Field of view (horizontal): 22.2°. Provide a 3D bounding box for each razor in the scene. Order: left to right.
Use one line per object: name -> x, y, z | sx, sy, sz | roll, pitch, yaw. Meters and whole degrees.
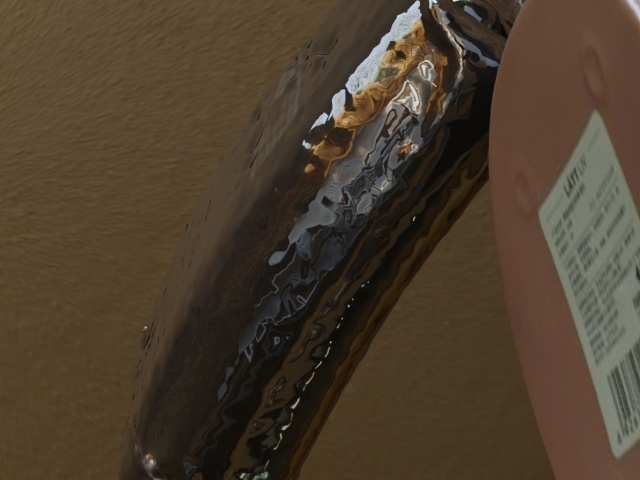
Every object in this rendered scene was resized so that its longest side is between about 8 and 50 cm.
razor -> -0.003, -0.003, 0.825 | 0.107, 0.189, 0.327 | 25, -60, -13

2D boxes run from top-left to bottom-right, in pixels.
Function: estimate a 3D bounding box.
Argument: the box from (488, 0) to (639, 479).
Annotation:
box -> 0.200, 0.008, 0.598 | 0.216, 0.301, 0.301 | -11, -86, -12
